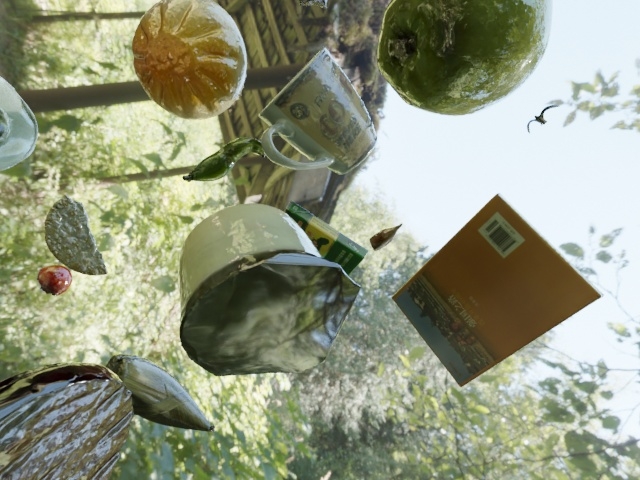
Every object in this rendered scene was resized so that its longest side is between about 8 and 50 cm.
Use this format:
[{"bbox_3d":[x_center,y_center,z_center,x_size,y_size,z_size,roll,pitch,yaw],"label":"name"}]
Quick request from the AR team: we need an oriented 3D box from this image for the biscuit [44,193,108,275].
[{"bbox_3d":[-0.818,-0.003,1.347,0.038,0.141,0.290,-4,-75,62],"label":"biscuit"}]

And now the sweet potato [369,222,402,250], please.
[{"bbox_3d":[0.198,-0.016,1.223,0.117,0.049,0.049,-38,-123,22],"label":"sweet potato"}]

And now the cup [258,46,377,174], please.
[{"bbox_3d":[-0.005,-0.270,0.996,0.257,0.301,0.227,44,-29,-16],"label":"cup"}]

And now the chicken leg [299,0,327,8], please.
[{"bbox_3d":[-0.013,-0.648,1.108,0.062,0.145,0.037,-4,-73,40],"label":"chicken leg"}]

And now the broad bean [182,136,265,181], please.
[{"bbox_3d":[-0.233,-0.193,0.994,0.070,0.213,0.048,69,-8,-30],"label":"broad bean"}]

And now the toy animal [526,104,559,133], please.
[{"bbox_3d":[0.516,-0.285,0.961,0.028,0.084,0.050,47,17,3],"label":"toy animal"}]

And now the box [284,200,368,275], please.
[{"bbox_3d":[0.000,0.000,1.078,0.235,0.034,0.132,32,-31,1],"label":"box"}]

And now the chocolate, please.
[{"bbox_3d":[-0.126,0.075,0.856,0.297,0.326,0.314,-107,-151,-48],"label":"chocolate"}]

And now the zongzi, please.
[{"bbox_3d":[-0.364,0.360,0.924,0.242,0.112,0.221,29,-23,16],"label":"zongzi"}]

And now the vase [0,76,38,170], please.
[{"bbox_3d":[-0.796,-0.235,0.867,0.445,0.250,0.250,6,-68,33],"label":"vase"}]

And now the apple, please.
[{"bbox_3d":[0.401,-0.580,1.179,0.473,0.473,0.474,167,-90,-72],"label":"apple"}]

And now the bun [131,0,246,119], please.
[{"bbox_3d":[-0.333,-0.446,1.013,0.165,0.299,0.299,-58,145,-65],"label":"bun"}]

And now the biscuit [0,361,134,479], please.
[{"bbox_3d":[-0.452,0.358,0.578,0.091,0.407,0.407,25,-41,17],"label":"biscuit"}]

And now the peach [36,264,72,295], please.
[{"bbox_3d":[-0.808,0.117,1.257,0.098,0.061,0.098,44,33,-38],"label":"peach"}]

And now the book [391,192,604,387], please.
[{"bbox_3d":[0.340,0.120,0.879,0.262,0.028,0.374,53,-49,21],"label":"book"}]
